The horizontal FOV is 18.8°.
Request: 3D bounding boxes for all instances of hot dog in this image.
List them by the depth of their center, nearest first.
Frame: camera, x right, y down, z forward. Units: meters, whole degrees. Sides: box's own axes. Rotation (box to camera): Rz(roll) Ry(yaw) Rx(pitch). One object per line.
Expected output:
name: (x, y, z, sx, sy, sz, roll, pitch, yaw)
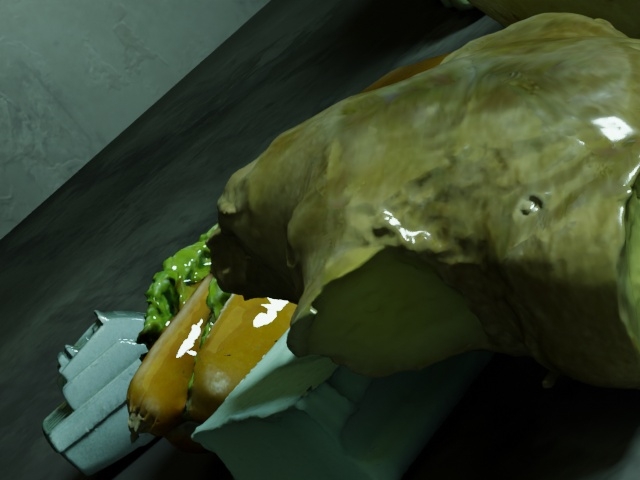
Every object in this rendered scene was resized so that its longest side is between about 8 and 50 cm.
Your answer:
hot dog: (0.000, 0.000, 1.129, 0.135, 0.100, 0.337, -23, 20, 52)

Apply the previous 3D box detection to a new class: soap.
soap: (0.036, 0.044, 0.944, 0.114, 0.063, 0.198, -23, 21, 50)

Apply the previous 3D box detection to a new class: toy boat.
toy boat: (-0.077, 0.043, 1.242, 0.260, 0.085, 0.078, -41, 11, -6)

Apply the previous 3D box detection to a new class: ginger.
ginger: (0.057, -0.022, 0.833, 0.270, 0.123, 0.219, 6, 41, 33)

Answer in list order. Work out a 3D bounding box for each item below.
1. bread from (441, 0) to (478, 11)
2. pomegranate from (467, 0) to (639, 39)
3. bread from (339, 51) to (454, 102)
bread: (0.132, -0.384, 1.778, 0.239, 0.264, 0.395, -34, 11, 6)
pomegranate: (0.178, -0.235, 1.037, 0.307, 0.307, 0.307, -38, 12, 9)
bread: (0.055, -0.092, 1.431, 0.088, 0.049, 0.226, -42, 11, -11)
